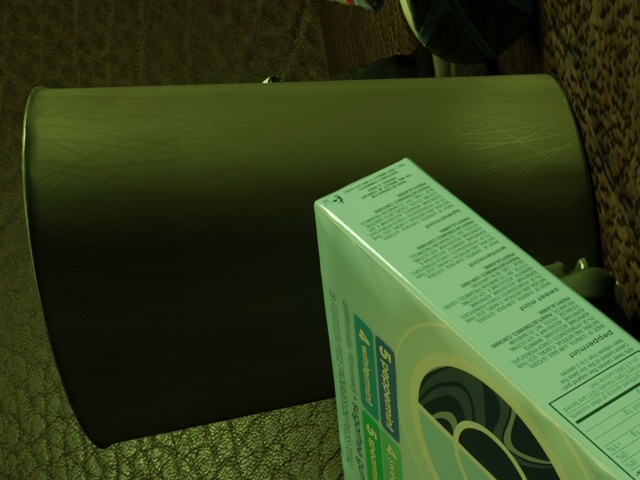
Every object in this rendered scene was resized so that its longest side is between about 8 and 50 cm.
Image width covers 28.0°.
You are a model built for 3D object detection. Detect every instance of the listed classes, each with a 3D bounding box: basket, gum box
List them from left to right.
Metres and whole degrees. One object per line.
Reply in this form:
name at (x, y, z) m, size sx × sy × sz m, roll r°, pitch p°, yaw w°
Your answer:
basket at (0.000, 0.000, 0.587) m, size 0.204 × 0.227 × 0.154 m, roll 83°, pitch 179°, yaw -63°
gum box at (0.070, 0.085, 0.399) m, size 0.184 × 0.041 × 0.157 m, roll 43°, pitch 150°, yaw 42°

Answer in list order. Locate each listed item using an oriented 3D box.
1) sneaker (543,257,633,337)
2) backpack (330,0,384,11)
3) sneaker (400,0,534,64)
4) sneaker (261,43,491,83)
sneaker at (0.093, 0.092, 0.518) m, size 0.234 × 0.078 × 0.106 m, roll 84°, pitch 171°, yaw -62°
backpack at (0.006, -0.266, 0.910) m, size 0.158 × 0.117 × 0.173 m, roll 27°, pitch 98°, yaw 58°
sneaker at (0.048, -0.190, 0.602) m, size 0.081 × 0.080 × 0.211 m, roll -113°, pitch 17°, yaw -74°
sneaker at (0.036, 0.016, 0.717) m, size 0.101 × 0.153 × 0.268 m, roll 85°, pitch 178°, yaw -69°
